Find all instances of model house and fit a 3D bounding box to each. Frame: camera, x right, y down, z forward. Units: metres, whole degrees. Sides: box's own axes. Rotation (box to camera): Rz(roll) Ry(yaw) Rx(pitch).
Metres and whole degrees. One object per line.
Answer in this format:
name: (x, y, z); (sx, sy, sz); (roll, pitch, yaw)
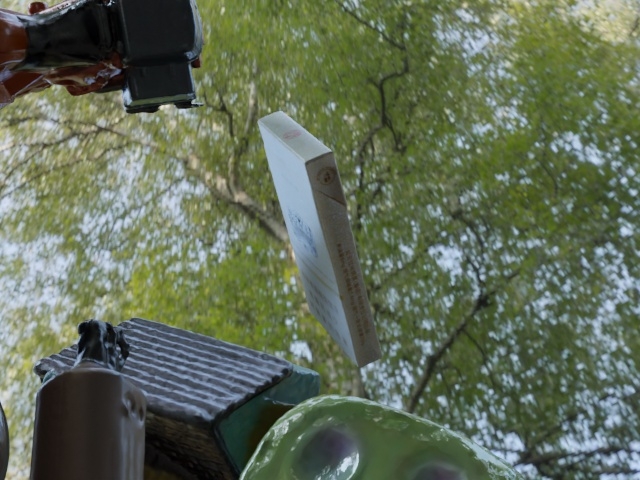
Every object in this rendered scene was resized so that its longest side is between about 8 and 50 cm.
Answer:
model house: (-0.165, 0.218, 1.113); (0.280, 0.248, 0.230); (10, -95, 32)

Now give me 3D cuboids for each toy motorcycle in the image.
toy motorcycle: (-0.245, -0.157, 0.777); (0.325, 0.221, 0.148); (-10, -87, -16)

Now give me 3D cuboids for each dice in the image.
dice: (0.058, 0.316, 0.948); (0.249, 0.252, 0.254); (16, -26, 27)

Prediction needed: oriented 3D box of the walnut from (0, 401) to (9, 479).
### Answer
walnut: (-0.338, 0.148, 0.657); (0.248, 0.248, 0.248); (-2, -64, -4)

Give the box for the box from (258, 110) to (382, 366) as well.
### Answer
box: (0.000, 0.000, 0.687); (0.024, 0.090, 0.167); (-23, -59, -14)

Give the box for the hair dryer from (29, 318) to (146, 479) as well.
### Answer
hair dryer: (-0.073, 0.106, 0.284); (0.117, 0.182, 0.064); (-14, -35, 15)
